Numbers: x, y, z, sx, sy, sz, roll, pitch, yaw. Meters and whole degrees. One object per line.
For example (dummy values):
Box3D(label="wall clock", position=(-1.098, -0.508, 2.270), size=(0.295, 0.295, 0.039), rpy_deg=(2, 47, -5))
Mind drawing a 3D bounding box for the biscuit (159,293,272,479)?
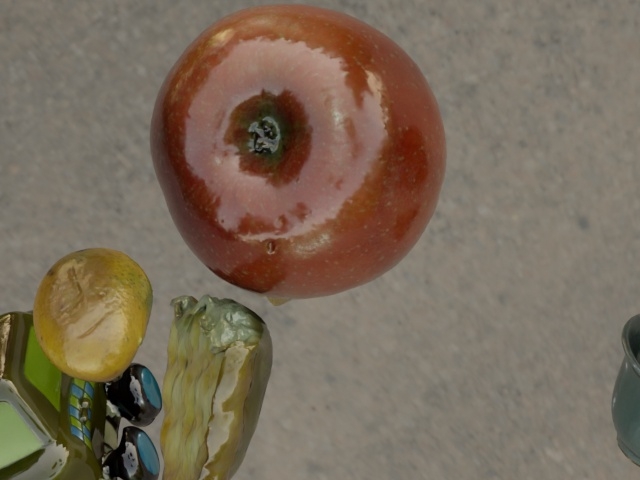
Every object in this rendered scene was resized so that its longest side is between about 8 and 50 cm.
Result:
Box3D(label="biscuit", position=(-0.133, 0.166, 1.618), size=(0.078, 0.329, 0.335), rpy_deg=(9, 39, -18))

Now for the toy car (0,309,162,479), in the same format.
Box3D(label="toy car", position=(-0.274, 0.152, 1.250), size=(0.204, 0.198, 0.248), rpy_deg=(-23, 35, 12))

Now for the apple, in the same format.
Box3D(label="apple", position=(-0.029, -0.102, 1.569), size=(0.348, 0.277, 0.349), rpy_deg=(0, 90, 19))

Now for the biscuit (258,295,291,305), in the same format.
Box3D(label="biscuit", position=(0.000, 0.000, 1.892), size=(0.225, 0.166, 0.036), rpy_deg=(-45, 65, 2))

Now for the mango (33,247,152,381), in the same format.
Box3D(label="mango", position=(-0.145, 0.048, 0.890), size=(0.078, 0.057, 0.114), rpy_deg=(-16, 39, -6))

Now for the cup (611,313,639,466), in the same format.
Box3D(label="cup", position=(0.430, 0.206, 1.695), size=(0.199, 0.199, 0.150), rpy_deg=(42, 127, 29))
